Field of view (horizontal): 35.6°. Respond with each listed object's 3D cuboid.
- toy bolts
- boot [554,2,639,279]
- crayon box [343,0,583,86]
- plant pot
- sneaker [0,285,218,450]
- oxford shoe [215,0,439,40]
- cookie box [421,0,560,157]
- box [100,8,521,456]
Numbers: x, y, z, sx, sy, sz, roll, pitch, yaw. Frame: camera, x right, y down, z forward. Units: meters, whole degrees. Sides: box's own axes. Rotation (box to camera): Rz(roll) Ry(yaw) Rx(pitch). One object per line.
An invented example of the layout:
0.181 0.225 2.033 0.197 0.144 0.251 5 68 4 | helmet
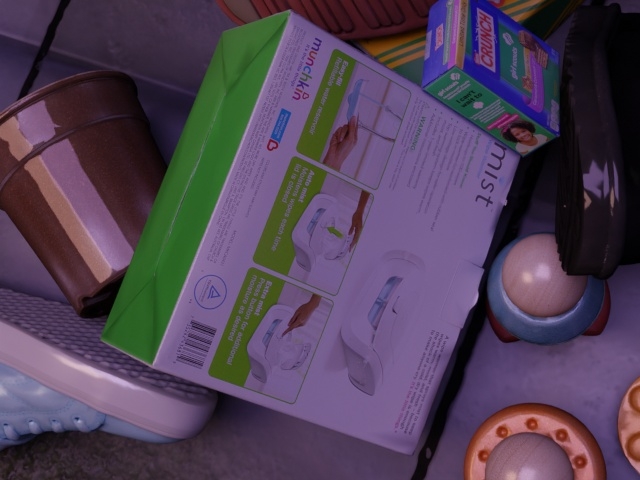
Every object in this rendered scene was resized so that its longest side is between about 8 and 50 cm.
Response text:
0.202 0.097 0.729 0.218 0.158 0.228 -12 75 12 | toy bolts
0.298 -0.091 0.680 0.260 0.348 0.131 3 124 17 | boot
0.144 -0.273 0.867 0.318 0.081 0.202 -46 71 1 | crayon box
-0.194 -0.032 0.867 0.167 0.167 0.165 -33 81 5 | plant pot
-0.263 0.131 0.872 0.366 0.135 0.150 16 100 20 | sneaker
0.097 -0.277 0.791 0.397 0.140 0.146 -17 43 16 | oxford shoe
0.131 -0.129 0.755 0.040 0.107 0.091 -35 36 45 | cookie box
0.000 0.000 0.758 0.127 0.231 0.262 8 77 60 | box
